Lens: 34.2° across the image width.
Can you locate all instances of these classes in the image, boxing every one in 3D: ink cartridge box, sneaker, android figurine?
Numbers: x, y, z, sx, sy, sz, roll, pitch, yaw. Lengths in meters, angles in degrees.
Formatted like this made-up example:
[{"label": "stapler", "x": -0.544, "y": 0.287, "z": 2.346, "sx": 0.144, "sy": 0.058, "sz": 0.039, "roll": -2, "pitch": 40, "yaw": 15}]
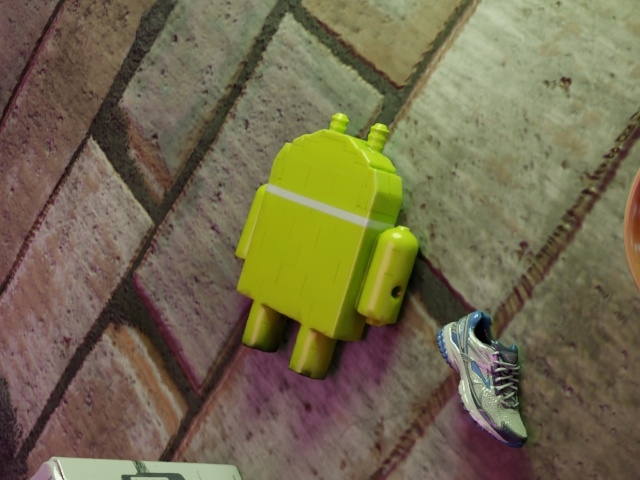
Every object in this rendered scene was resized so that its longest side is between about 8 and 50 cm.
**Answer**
[{"label": "ink cartridge box", "x": -0.209, "y": 0.318, "z": 1.095, "sx": 0.172, "sy": 0.237, "sz": 0.100, "roll": -49, "pitch": 49, "yaw": 25}, {"label": "sneaker", "x": 0.151, "y": 0.118, "z": 0.921, "sx": 0.058, "sy": 0.052, "sz": 0.135, "roll": -43, "pitch": 53, "yaw": 24}, {"label": "android figurine", "x": 0.000, "y": 0.000, "z": 1.101, "sx": 0.248, "sy": 0.056, "sz": 0.272, "roll": 19, "pitch": 93, "yaw": 47}]

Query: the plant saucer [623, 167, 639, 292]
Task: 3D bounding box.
[{"label": "plant saucer", "x": 0.328, "y": -0.014, "z": 0.787, "sx": 0.200, "sy": 0.037, "sz": 0.199, "roll": -15, "pitch": 68, "yaw": 42}]
